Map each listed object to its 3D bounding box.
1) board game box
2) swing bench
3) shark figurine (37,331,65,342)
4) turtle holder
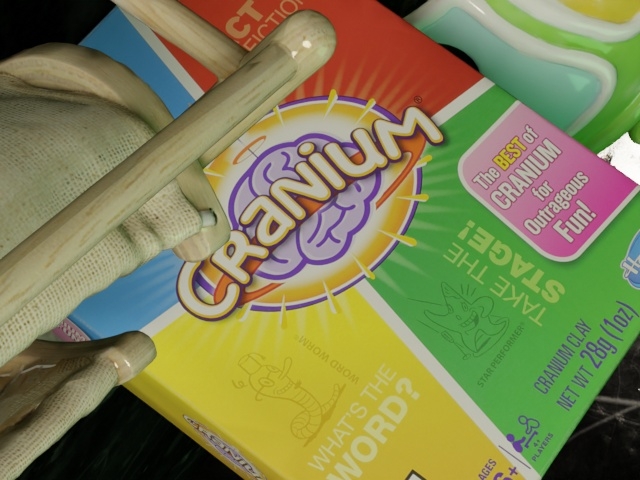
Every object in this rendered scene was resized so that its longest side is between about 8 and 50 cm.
[{"bbox_3d":[0.000,0.000,0.709,0.242,0.316,0.064,-51,172,-22],"label":"board game box"},{"bbox_3d":[-0.159,0.029,0.424,0.253,0.165,0.254,-46,171,-49],"label":"swing bench"},{"bbox_3d":[-0.136,0.073,1.038,0.166,0.116,0.278,-53,171,6],"label":"shark figurine"},{"bbox_3d":[0.134,-0.164,0.919,0.227,0.320,0.243,13,84,-51],"label":"turtle holder"}]
